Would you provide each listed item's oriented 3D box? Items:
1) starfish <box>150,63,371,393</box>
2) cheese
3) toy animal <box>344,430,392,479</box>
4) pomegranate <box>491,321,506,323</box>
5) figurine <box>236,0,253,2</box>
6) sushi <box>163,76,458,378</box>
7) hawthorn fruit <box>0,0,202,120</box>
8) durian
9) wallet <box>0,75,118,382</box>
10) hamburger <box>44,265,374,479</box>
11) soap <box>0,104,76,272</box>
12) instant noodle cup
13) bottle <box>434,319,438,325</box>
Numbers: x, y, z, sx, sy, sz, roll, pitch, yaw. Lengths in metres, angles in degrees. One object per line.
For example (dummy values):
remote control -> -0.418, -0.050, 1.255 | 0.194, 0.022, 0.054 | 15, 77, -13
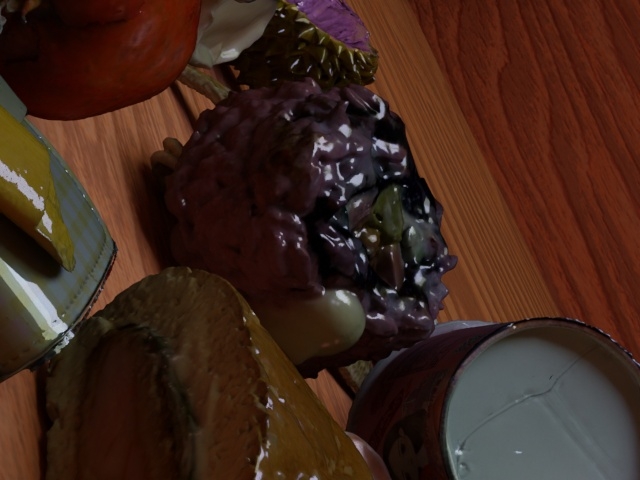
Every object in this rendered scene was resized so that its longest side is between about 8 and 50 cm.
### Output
starfish -> -0.045, -0.031, 1.945 | 0.432, 0.082, 0.324 | 47, 19, -36
cheese -> -0.152, -0.300, 2.049 | 0.233, 0.127, 0.266 | 55, 7, 6
toy animal -> 0.069, 0.247, 1.532 | 0.282, 0.138, 0.140 | -83, 174, -65
pomegranate -> 0.169, 0.190, 1.917 | 0.233, 0.233, 0.233 | 55, 12, -18
figurine -> -0.160, -0.276, 1.824 | 0.274, 0.133, 0.194 | 35, 67, -35
sushi -> 0.000, 0.000, 1.695 | 0.270, 0.171, 0.236 | 53, 40, -41
hawthorn fruit -> -0.190, -0.183, 1.399 | 0.211, 0.211, 0.299 | 58, 15, -6
durian -> -0.051, -0.242, 2.244 | 0.154, 0.186, 0.260 | -2, 37, -38
wallet -> -0.248, -0.075, 1.222 | 0.309, 0.077, 0.223 | 56, 15, -11
hamburger -> -0.050, 0.170, 1.190 | 0.209, 0.162, 0.330 | 50, 10, -31
soap -> -0.190, -0.051, 1.157 | 0.168, 0.033, 0.089 | 43, 26, -39
instant noodle cup -> 0.163, 0.173, 1.677 | 0.243, 0.243, 0.231 | 59, -16, 1
bottle -> 0.094, 0.117, 2.150 | 0.096, 0.079, 0.253 | 105, -30, -49
